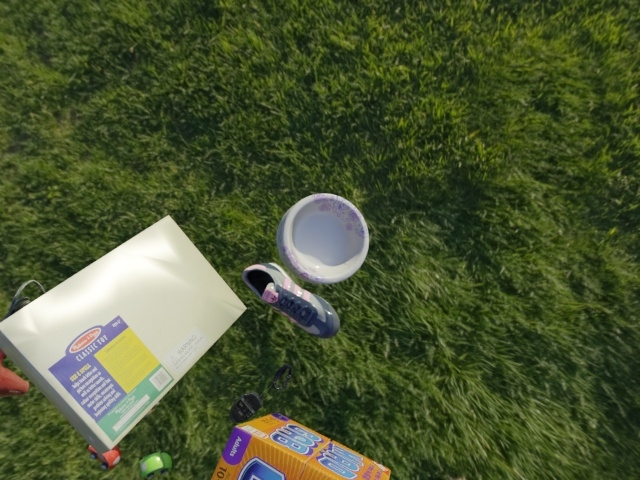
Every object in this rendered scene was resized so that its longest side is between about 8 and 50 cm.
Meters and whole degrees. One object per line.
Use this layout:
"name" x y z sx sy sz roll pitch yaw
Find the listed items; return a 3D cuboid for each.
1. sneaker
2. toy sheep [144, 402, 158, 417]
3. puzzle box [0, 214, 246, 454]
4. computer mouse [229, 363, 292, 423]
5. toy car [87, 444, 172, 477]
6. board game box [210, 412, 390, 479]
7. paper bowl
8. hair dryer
"sneaker" -0.094 0.172 1.391 0.319 0.131 0.112 33 105 28
"toy sheep" -0.517 0.452 1.469 0.091 0.091 0.132 -15 70 10
"puzzle box" -0.348 0.150 0.953 0.052 0.409 0.272 -32 99 38
"computer mouse" -0.184 0.475 1.562 0.242 0.041 0.071 -37 95 -18
"toy car" -0.538 0.663 1.459 0.053 0.225 0.239 -54 52 34
"board game box" -0.071 0.668 1.191 0.357 0.356 0.356 22 81 15
"paper bowl" 0.000 0.000 1.605 0.285 0.148 0.284 2 83 -18
"hair dryer" -0.685 0.241 1.074 0.080 0.224 0.293 36 130 33
